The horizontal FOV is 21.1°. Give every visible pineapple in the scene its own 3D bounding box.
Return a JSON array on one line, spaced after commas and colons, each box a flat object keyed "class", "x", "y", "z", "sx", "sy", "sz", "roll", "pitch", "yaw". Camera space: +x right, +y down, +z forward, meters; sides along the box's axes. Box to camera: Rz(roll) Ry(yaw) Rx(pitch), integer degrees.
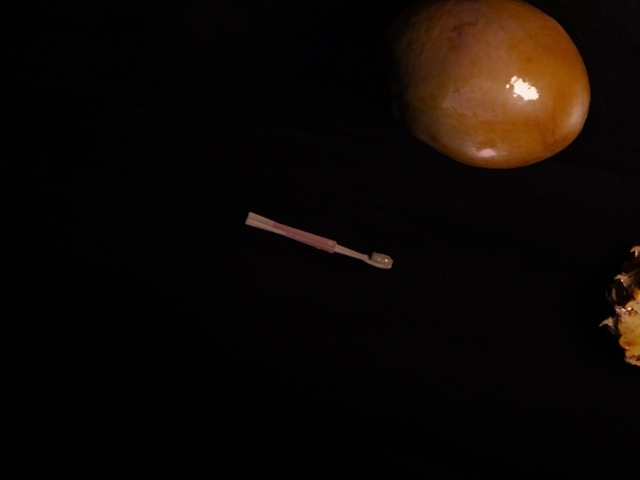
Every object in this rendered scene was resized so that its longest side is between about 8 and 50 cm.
[{"class": "pineapple", "x": 0.407, "y": 0.084, "z": 2.113, "sx": 0.135, "sy": 0.079, "sz": 0.233, "roll": -3, "pitch": 134, "yaw": 5}]

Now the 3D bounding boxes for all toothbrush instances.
[{"class": "toothbrush", "x": -0.001, "y": 0.001, "z": 2.160, "sx": 0.194, "sy": 0.014, "sz": 0.017, "roll": 17, "pitch": 142, "yaw": -6}]

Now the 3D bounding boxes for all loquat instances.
[{"class": "loquat", "x": 0.168, "y": -0.169, "z": 1.784, "sx": 0.227, "sy": 0.179, "sz": 0.179, "roll": 21, "pitch": 141, "yaw": -17}]
